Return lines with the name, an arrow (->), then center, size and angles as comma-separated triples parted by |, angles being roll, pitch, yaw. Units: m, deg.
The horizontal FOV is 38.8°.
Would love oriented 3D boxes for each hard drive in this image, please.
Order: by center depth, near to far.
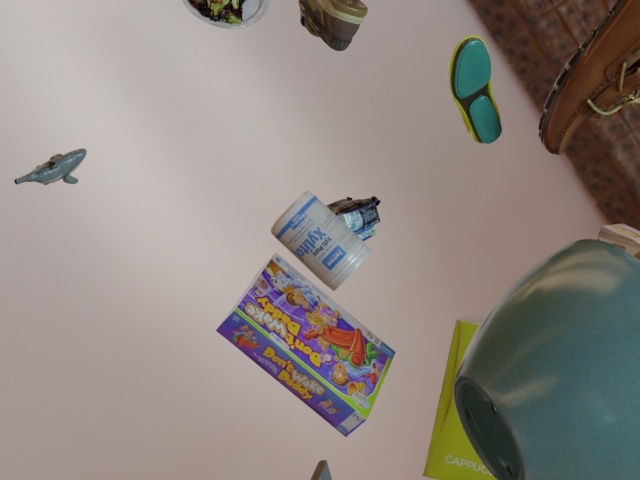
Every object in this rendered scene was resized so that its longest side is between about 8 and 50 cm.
hard drive -> 0.010, 0.566, 1.998 | 0.022, 0.135, 0.094 | -10, -163, 19

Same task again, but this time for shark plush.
shark plush -> -0.560, -0.154, 1.868 | 0.161, 0.073, 0.067 | -13, 166, -41

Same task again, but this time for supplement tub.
supplement tub -> 0.000, 0.000, 1.081 | 0.071, 0.107, 0.071 | -47, 179, -1

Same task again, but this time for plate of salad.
plate of salad -> -0.205, -0.540, 1.945 | 0.200, 0.200, 0.048 | -35, 169, -30

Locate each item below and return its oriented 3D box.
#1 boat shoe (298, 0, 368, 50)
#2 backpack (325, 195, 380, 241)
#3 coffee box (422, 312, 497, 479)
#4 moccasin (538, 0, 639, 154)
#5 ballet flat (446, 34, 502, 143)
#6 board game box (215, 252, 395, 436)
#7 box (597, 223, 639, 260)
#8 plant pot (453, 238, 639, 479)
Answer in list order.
boat shoe -> 0.003, -0.317, 1.250 | 0.073, 0.080, 0.223 | -66, -157, 19
backpack -> 0.048, -0.033, 1.754 | 0.114, 0.084, 0.105 | -20, -167, -39
coffee box -> 0.435, 0.361, 1.945 | 0.337, 0.338, 0.334 | 13, -179, 16
moccasin -> 0.480, -0.279, 1.424 | 0.380, 0.147, 0.139 | -56, 172, 30
ballet flat -> 0.245, -0.255, 1.505 | 0.077, 0.231, 0.077 | -31, -133, -3
board game box -> -0.022, 0.214, 1.907 | 0.078, 0.347, 0.233 | -47, -174, 35
box -> 0.609, 0.058, 1.539 | 0.067, 0.063, 0.324 | -7, -154, -32
plant pot -> 0.263, 0.169, 0.992 | 0.195, 0.290, 0.290 | -23, 180, -16
